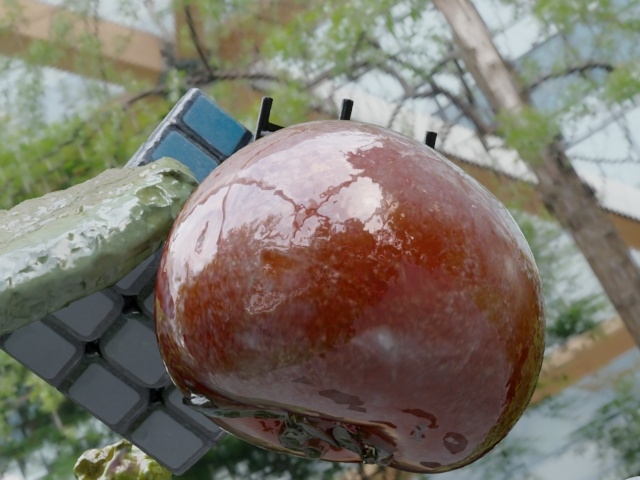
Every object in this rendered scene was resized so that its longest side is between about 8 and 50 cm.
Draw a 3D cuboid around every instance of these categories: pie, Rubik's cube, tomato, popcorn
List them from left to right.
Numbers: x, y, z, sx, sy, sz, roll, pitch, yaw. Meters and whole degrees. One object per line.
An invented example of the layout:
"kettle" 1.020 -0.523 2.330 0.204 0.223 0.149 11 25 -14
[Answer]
"pie" -0.244 0.012 1.066 0.306 0.071 0.306 -18 14 4
"popcorn" -0.284 0.354 1.839 0.125 0.145 0.126 -57 -43 -7
"Rubik's cube" -0.168 0.053 1.579 0.304 0.305 0.301 -47 12 36
"tomato" 0.020 0.036 0.862 0.270 0.227 0.270 14 -19 5

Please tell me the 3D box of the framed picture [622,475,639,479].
"framed picture" 0.317 0.456 1.579 0.231 0.293 0.018 -24 -48 32

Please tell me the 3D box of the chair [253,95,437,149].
"chair" 0.000 0.000 1.252 0.141 0.260 0.155 7 -5 46
